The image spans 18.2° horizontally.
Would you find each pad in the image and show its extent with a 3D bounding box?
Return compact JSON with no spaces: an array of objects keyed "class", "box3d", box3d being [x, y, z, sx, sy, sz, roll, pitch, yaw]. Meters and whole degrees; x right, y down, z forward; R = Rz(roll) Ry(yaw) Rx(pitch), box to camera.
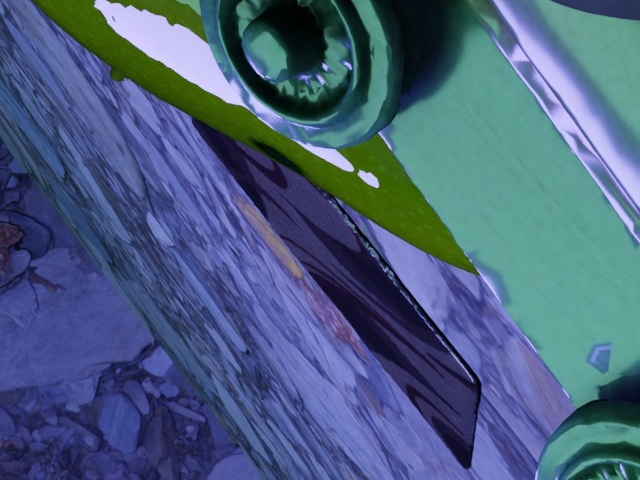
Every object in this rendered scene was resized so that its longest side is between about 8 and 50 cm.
[{"class":"pad","box3d":[0.000,0.000,1.316,0.330,0.004,0.220,51,169,18]}]

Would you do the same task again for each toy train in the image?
[{"class":"toy train","box3d":[0.093,-0.029,0.493,0.285,0.116,0.177,55,137,3]}]

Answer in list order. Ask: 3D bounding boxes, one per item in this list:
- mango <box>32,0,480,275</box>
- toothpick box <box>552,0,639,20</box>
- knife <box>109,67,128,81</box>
[{"class":"mango","box3d":[-0.007,-0.096,0.684,0.293,0.143,0.175,42,168,17]},{"class":"toothpick box","box3d":[0.068,-0.118,0.331,0.111,0.111,0.181,53,171,12]},{"class":"knife","box3d":[-0.140,-0.135,1.473,0.184,0.022,0.026,159,103,-79]}]
